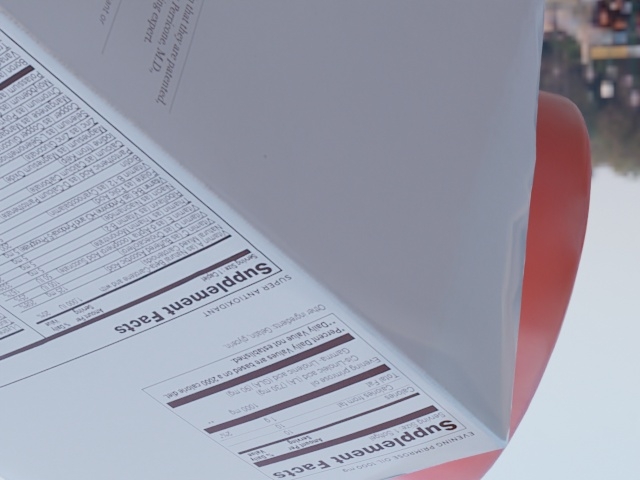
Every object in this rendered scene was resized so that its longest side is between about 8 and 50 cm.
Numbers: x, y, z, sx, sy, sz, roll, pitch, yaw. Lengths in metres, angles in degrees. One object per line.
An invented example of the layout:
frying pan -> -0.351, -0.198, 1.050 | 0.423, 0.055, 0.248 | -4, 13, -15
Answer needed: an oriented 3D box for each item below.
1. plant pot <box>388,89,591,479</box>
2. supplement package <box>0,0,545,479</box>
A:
plant pot -> 0.000, 0.000, 0.954 | 0.243, 0.275, 0.275 | 17, -176, -10
supplement package -> -0.056, -0.054, 0.430 | 0.149, 0.194, 0.203 | -22, 131, 34
